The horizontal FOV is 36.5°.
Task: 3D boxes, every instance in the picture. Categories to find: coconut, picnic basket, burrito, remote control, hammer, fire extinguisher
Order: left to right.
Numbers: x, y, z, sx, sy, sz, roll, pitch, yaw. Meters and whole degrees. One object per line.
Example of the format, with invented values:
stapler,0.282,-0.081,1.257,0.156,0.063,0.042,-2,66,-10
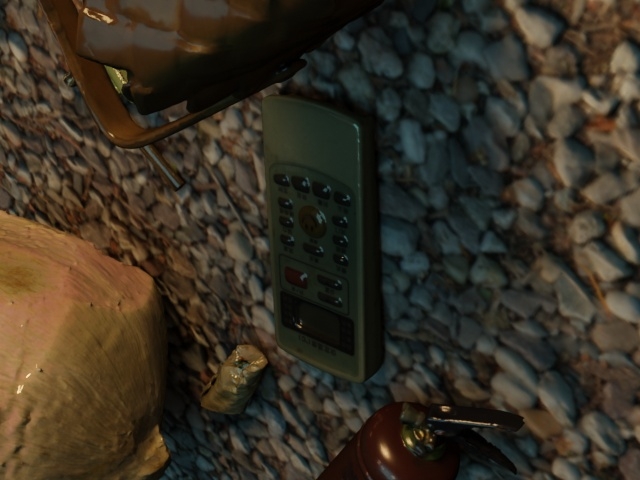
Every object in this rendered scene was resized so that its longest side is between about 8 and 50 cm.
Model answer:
coconut,-0.336,0.174,1.079,0.405,0.405,0.404,22,128,31
hammer,-0.206,-0.127,1.039,0.182,0.017,0.062,49,138,4
picnic basket,-0.092,-0.219,0.674,0.321,0.291,0.254,-17,103,37
burrito,-0.099,0.164,1.109,0.055,0.041,0.149,57,143,18
remote control,0.000,0.000,0.918,0.123,0.038,0.285,20,127,33
fire extinguisher,0.078,0.244,0.964,0.138,0.102,0.344,30,135,-4

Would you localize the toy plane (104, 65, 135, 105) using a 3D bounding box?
toy plane,-0.205,-0.179,0.984,0.111,0.040,0.102,50,134,1
